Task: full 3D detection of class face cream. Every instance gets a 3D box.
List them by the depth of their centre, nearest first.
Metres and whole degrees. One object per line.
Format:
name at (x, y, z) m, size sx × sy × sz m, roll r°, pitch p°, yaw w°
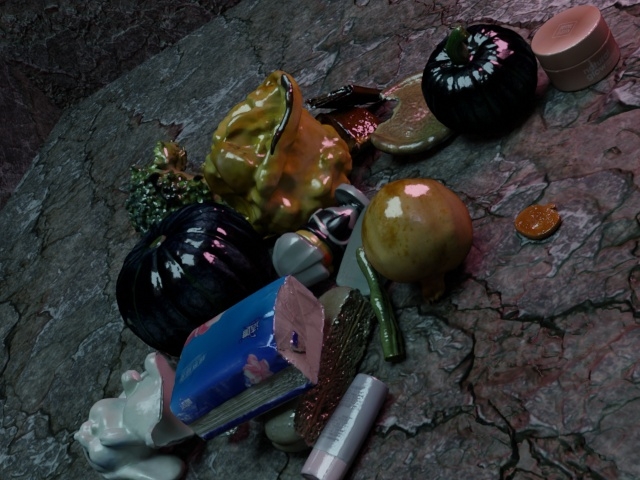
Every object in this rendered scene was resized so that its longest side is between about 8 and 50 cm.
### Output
face cream at (0.044, 0.322, 1.394) m, size 0.084 × 0.057 × 0.198 m, roll 3°, pitch 55°, yaw 51°
face cream at (0.520, -0.391, 1.689) m, size 0.149 × 0.104 × 0.149 m, roll -29°, pitch 33°, yaw 21°

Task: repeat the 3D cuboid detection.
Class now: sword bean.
sword bean at (0.109, 0.114, 1.548) m, size 0.038 × 0.043 × 0.269 m, roll -42°, pitch 42°, yaw 28°

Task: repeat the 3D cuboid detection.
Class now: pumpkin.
pumpkin at (0.319, -0.360, 1.737) m, size 0.248 × 0.248 × 0.248 m, roll -29°, pitch 33°, yaw 21°
pumpkin at (-0.281, 0.085, 1.853) m, size 0.363 × 0.266 × 0.363 m, roll -34°, pitch 28°, yaw 21°

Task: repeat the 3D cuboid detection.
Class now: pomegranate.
pomegranate at (0.176, -0.015, 1.515) m, size 0.207 × 0.207 × 0.207 m, roll -29°, pitch 33°, yaw 21°

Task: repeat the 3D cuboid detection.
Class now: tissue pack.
tissue pack at (-0.131, 0.204, 1.462) m, size 0.270 × 0.137 × 0.209 m, roll -30°, pitch 33°, yaw 29°

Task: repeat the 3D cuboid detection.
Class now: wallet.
wallet at (0.073, -0.353, 2.072) m, size 0.133 × 0.039 × 0.243 m, roll -13°, pitch 2°, yaw 26°

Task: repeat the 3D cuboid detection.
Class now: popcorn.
popcorn at (-0.091, -0.206, 1.894) m, size 0.349 × 0.381 × 0.349 m, roll 3°, pitch 51°, yaw -4°

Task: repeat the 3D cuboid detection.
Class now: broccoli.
broccoli at (-0.334, -0.080, 2.159) m, size 0.293 × 0.348 × 0.281 m, roll 33°, pitch 62°, yaw 14°

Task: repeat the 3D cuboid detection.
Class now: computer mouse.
computer mouse at (0.118, 0.016, 1.675) m, size 0.128 × 0.079 × 0.231 m, roll 18°, pitch 81°, yaw 51°

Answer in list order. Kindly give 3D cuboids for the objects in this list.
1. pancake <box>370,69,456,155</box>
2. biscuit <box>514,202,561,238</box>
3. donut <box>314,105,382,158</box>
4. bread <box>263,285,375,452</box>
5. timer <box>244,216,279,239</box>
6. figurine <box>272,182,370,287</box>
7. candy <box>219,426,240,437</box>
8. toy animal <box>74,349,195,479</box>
pancake at (0.227, -0.306, 1.933) m, size 0.288 × 0.033 × 0.286 m, roll -40°, pitch 43°, yaw -14°
biscuit at (0.391, -0.036, 1.481) m, size 0.078 × 0.015 × 0.091 m, roll -43°, pitch 31°, yaw -4°
donut at (0.070, -0.273, 2.032) m, size 0.126 × 0.144 × 0.186 m, roll -27°, pitch -2°, yaw -23°
bread at (-0.027, 0.232, 1.538) m, size 0.183 × 0.102 × 0.337 m, roll -9°, pitch 43°, yaw 42°
timer at (-0.156, -0.049, 2.026) m, size 0.107 × 0.109 × 0.107 m, roll -19°, pitch -5°, yaw -2°
figurine at (0.000, 0.000, 1.763) m, size 0.236 × 0.133 × 0.176 m, roll -45°, pitch 2°, yaw -19°
candy at (-0.155, 0.272, 1.677) m, size 0.086 × 0.059 × 0.292 m, roll -20°, pitch 36°, yaw 38°
toy animal at (-0.357, 0.367, 1.686) m, size 0.289 × 0.174 × 0.249 m, roll -10°, pitch 56°, yaw 40°
